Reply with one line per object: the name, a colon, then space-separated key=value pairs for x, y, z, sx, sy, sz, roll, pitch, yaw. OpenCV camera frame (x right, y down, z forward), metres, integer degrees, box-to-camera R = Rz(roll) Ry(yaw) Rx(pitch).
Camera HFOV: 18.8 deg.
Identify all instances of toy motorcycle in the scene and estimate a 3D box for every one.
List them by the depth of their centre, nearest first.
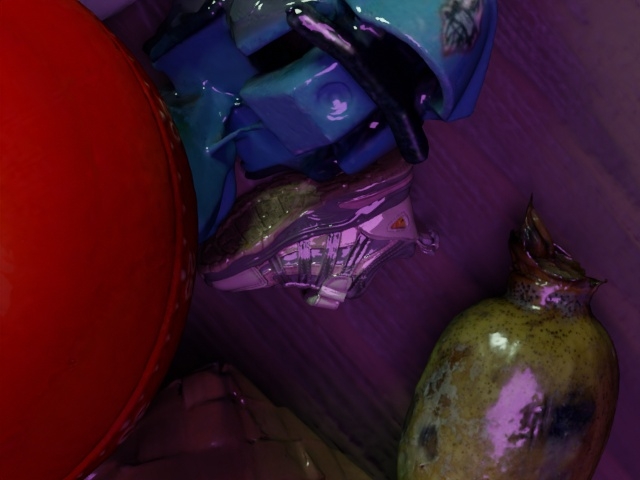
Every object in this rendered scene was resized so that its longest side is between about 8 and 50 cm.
toy motorcycle: x=-0.033 y=-0.099 z=1.326 sx=0.416 sy=0.232 sz=0.172 roll=-36 pitch=115 yaw=8

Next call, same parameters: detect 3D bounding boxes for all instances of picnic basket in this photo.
picnic basket: x=-0.081 y=0.294 z=1.366 sx=0.337 sy=0.293 sz=0.337 roll=7 pitch=71 yaw=-22

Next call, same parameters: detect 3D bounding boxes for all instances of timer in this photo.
timer: x=-0.265 y=0.000 z=1.171 sx=0.378 sy=0.279 sz=0.378 roll=-1 pitch=87 yaw=10

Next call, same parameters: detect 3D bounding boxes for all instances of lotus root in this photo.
lotus root: x=0.149 y=0.110 z=1.432 sx=0.154 sy=0.154 sz=0.278 roll=17 pitch=100 yaw=-6

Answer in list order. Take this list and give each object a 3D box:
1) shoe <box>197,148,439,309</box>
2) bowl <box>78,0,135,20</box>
shoe: x=0.000 y=0.000 z=1.435 sx=0.180 sy=0.089 sz=0.092 roll=-26 pitch=116 yaw=7
bowl: x=-0.260 y=-0.317 z=1.244 sx=0.435 sy=0.435 sz=0.196 roll=-25 pitch=61 yaw=5
